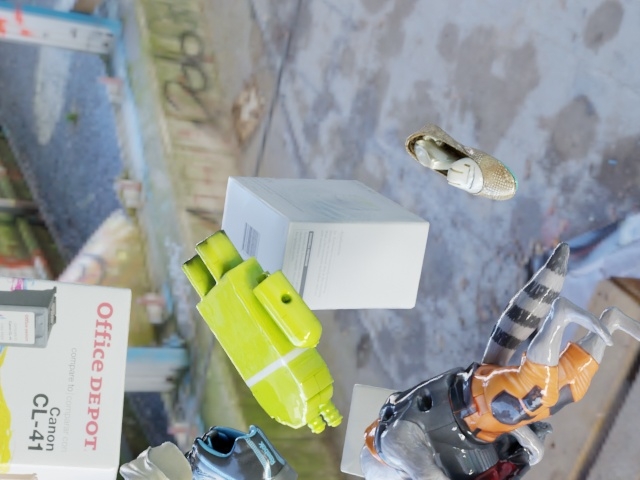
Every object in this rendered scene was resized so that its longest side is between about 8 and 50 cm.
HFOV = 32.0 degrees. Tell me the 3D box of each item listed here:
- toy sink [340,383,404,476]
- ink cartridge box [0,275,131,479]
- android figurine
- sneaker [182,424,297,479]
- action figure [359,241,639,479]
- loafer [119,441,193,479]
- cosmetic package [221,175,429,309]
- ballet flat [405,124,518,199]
[{"bbox_3d":[0.169,0.333,1.858,0.234,0.131,0.153,2,80,46],"label":"toy sink"},{"bbox_3d":[-0.376,0.159,1.263,0.131,0.306,0.226,117,155,-63],"label":"ink cartridge box"},{"bbox_3d":[-0.069,0.119,1.361,0.273,0.056,0.248,54,154,5],"label":"android figurine"},{"bbox_3d":[-0.187,0.392,2.013,0.341,0.125,0.140,-12,112,42],"label":"sneaker"},{"bbox_3d":[0.178,0.163,1.160,0.330,0.341,0.178,-38,80,20],"label":"action figure"},{"bbox_3d":[-0.251,0.365,1.747,0.102,0.092,0.268,55,168,-4],"label":"loafer"},{"bbox_3d":[0.000,0.000,1.619,0.224,0.224,0.138,36,120,57],"label":"cosmetic package"},{"bbox_3d":[0.199,-0.108,1.641,0.206,0.067,0.073,35,133,46],"label":"ballet flat"}]
